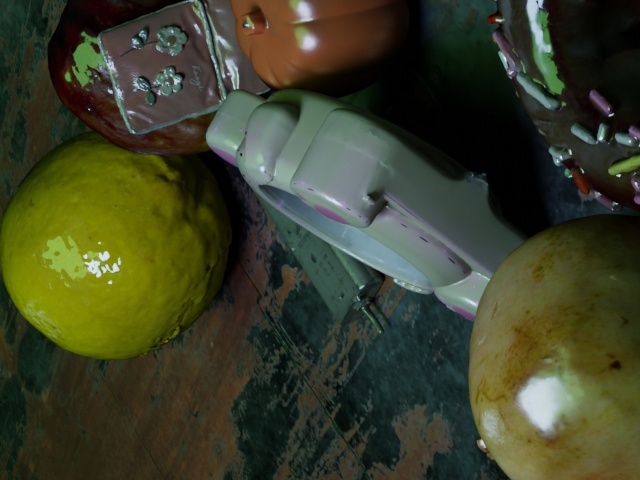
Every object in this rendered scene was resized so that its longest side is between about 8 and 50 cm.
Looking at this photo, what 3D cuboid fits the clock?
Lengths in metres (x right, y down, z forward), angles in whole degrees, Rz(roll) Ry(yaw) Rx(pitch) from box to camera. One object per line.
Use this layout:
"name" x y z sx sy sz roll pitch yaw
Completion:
"clock" 0.042 -0.044 1.742 0.309 0.284 0.114 21 80 54

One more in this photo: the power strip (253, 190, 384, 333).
"power strip" 0.000 0.000 2.020 0.268 0.034 0.092 57 146 21

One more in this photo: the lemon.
"lemon" -0.249 0.005 2.179 0.297 0.297 0.297 34 133 45

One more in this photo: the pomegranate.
"pomegranate" 0.232 0.114 1.512 0.270 0.229 0.252 -37 46 45

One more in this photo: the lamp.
"lamp" -0.009 -0.231 1.781 0.187 0.164 0.187 32 130 48

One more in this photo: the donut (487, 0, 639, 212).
"donut" 0.256 -0.156 1.443 0.345 0.136 0.259 58 144 23

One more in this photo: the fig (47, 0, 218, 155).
"fig" -0.197 -0.211 2.040 0.263 0.224 0.224 62 148 2

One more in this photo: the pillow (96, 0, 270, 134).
"pillow" -0.117 -0.205 1.924 0.043 0.232 0.126 -123 15 -79
